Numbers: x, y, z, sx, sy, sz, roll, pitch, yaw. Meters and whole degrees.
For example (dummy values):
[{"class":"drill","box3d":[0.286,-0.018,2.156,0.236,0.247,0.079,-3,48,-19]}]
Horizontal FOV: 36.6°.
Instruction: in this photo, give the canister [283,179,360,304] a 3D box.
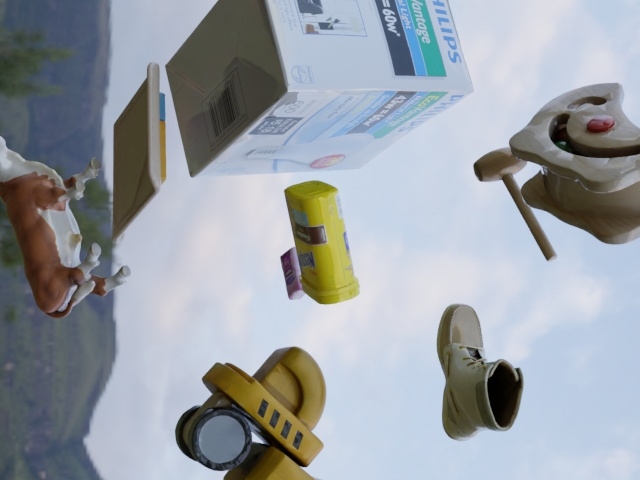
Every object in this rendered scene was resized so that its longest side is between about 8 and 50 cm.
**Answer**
[{"class":"canister","box3d":[0.000,0.000,1.494,0.126,0.073,0.169,-148,-135,-68]}]

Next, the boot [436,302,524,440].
[{"class":"boot","box3d":[0.237,0.185,1.438,0.165,0.077,0.213,136,-42,-67]}]

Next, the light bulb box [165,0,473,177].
[{"class":"light bulb box","box3d":[-0.010,-0.272,1.602,0.358,0.361,0.225,-31,-111,54]}]

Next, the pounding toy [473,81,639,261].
[{"class":"pounding toy","box3d":[0.303,-0.067,1.057,0.269,0.154,0.154,38,-26,56]}]

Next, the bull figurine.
[{"class":"bull figurine","box3d":[-0.432,-0.032,1.552,0.189,0.101,0.310,-14,-83,26]}]

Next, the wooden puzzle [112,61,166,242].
[{"class":"wooden puzzle","box3d":[-0.290,-0.136,1.558,0.239,0.044,0.220,138,-46,-55]}]

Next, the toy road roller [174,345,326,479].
[{"class":"toy road roller","box3d":[-0.058,0.319,1.555,0.240,0.329,0.202,-48,-173,-16]}]

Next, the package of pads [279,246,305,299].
[{"class":"package of pads","box3d":[-0.041,0.055,1.657,0.050,0.032,0.083,-39,-123,50]}]
